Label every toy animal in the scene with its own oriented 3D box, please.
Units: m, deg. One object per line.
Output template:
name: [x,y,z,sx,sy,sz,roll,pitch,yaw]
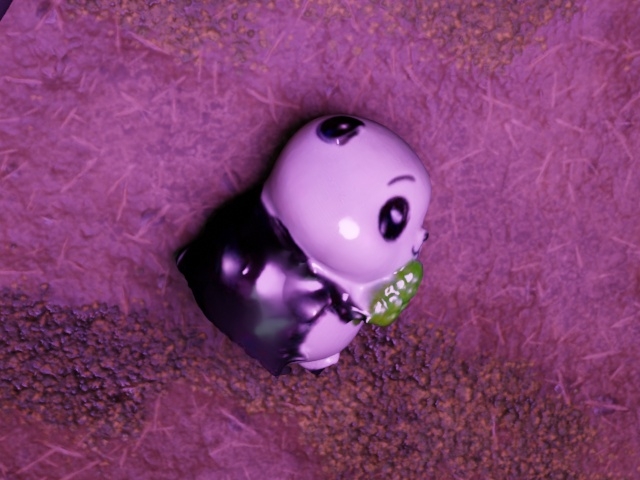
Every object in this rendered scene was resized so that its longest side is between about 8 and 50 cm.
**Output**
toy animal: [0.007,0.006,1.583,0.212,0.212,0.267,40,106,-22]

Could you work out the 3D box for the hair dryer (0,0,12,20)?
hair dryer: [-0.426,-0.360,1.419,0.360,0.120,0.303,11,101,-6]
